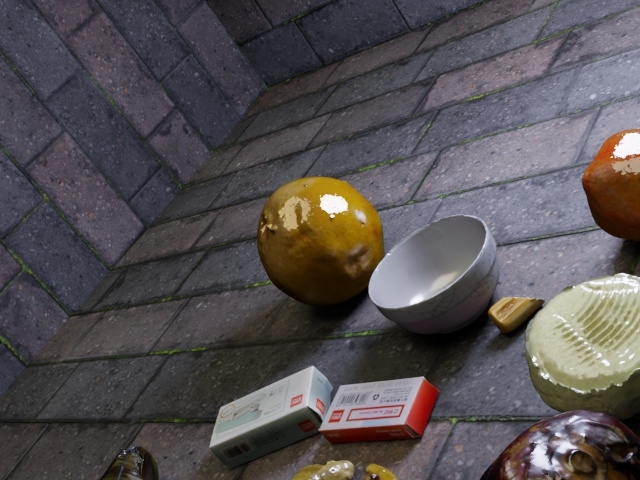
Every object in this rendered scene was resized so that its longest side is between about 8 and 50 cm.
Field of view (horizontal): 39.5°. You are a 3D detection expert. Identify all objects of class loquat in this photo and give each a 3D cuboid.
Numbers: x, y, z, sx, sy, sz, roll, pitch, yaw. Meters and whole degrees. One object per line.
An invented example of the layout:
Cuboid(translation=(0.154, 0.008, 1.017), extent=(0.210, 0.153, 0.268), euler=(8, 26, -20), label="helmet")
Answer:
Cuboid(translation=(0.000, 0.000, 2.171), extent=(0.328, 0.328, 0.328), euler=(-30, 25, 15), label="loquat")

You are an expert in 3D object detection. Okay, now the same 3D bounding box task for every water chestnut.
Cuboid(translation=(0.320, 0.363, 1.160), extent=(0.244, 0.289, 0.289), euler=(-20, 28, 43), label="water chestnut")

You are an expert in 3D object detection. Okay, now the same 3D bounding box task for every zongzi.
Cuboid(translation=(-0.365, 0.567, 1.897), extent=(0.300, 0.138, 0.286), euler=(-6, 29, 28), label="zongzi")

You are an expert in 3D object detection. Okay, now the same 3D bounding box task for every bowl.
Cuboid(translation=(0.256, 0.090, 1.872), extent=(0.287, 0.144, 0.287), euler=(-30, 25, 16), label="bowl")

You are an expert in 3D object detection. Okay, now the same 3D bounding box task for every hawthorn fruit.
Cuboid(translation=(0.624, -0.096, 1.642), extent=(0.262, 0.210, 0.210), euler=(12, 52, 50), label="hawthorn fruit")

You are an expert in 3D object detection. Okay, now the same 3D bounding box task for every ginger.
Cuboid(translation=(-0.031, 0.465, 1.634), extent=(0.115, 0.081, 0.205), euler=(16, 31, 33), label="ginger")

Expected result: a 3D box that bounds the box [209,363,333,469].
Cuboid(translation=(-0.104, 0.379, 1.917), extent=(0.269, 0.079, 0.135), euler=(-27, 26, 22), label="box")

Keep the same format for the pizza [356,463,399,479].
Cuboid(translation=(0.055, 0.470, 1.543), extent=(0.194, 0.069, 0.154), euler=(-39, 24, -6), label="pizza")

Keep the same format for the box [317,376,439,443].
Cuboid(translation=(0.113, 0.333, 1.742), extent=(0.229, 0.050, 0.123), euler=(-15, 34, 40), label="box")

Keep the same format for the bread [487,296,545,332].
Cuboid(translation=(0.378, 0.133, 1.737), extent=(0.103, 0.049, 0.062), euler=(-39, 58, -9), label="bread")

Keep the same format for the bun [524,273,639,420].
Cuboid(translation=(0.457, 0.186, 1.415), extent=(0.259, 0.152, 0.259), euler=(-20, 38, 17), label="bun")
